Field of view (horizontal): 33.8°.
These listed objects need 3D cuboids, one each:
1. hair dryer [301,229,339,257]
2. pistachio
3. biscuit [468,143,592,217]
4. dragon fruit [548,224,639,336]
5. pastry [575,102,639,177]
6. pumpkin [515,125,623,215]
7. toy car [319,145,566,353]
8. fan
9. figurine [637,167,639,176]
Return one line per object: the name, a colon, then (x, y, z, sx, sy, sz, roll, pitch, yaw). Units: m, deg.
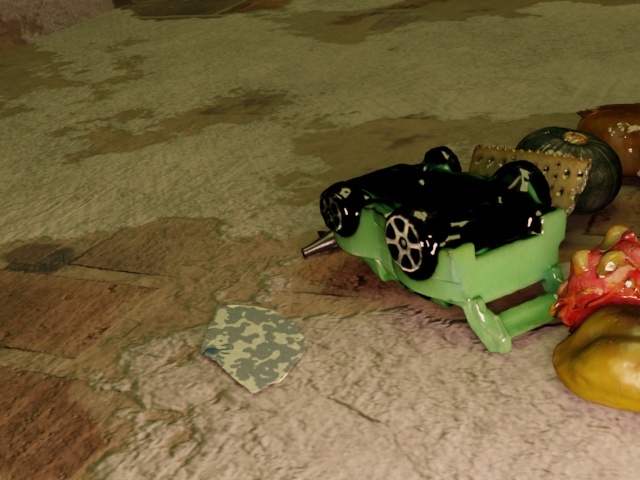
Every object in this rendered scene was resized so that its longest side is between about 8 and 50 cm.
hair dryer: (0.000, 0.000, 1.589, 0.079, 0.031, 0.083, -24, 13, -14)
pistachio: (0.324, 0.127, 1.091, 0.189, 0.100, 0.110, 15, 28, 39)
biscuit: (0.284, -0.064, 1.512, 0.203, 0.144, 0.016, 16, -2, 45)
dragon fruit: (0.361, 0.055, 1.216, 0.207, 0.150, 0.133, -21, -5, -40)
pastry: (0.528, -0.166, 1.703, 0.218, 0.100, 0.229, -5, 18, -5)
pumpkin: (0.367, -0.103, 1.574, 0.167, 0.125, 0.167, -1, 37, 1)
toy car: (0.162, -0.001, 1.361, 0.213, 0.176, 0.358, -21, 23, -29)
fan: (-0.086, 0.130, 1.325, 0.131, 0.009, 0.240, -12, 24, -10)
figurine: (0.515, -0.060, 1.375, 0.207, 0.166, 0.387, 23, 30, 15)
